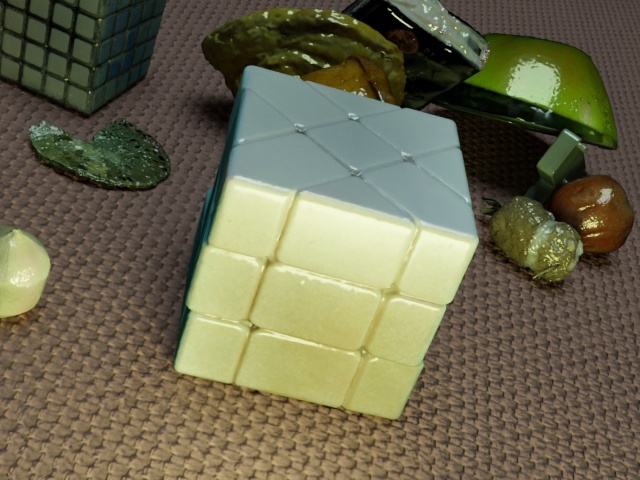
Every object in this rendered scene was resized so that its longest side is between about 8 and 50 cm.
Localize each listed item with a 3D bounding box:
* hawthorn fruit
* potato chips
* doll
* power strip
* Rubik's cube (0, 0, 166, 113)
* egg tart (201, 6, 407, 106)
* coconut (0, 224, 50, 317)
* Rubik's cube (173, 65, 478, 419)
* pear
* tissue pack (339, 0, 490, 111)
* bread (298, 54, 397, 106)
[{"bbox_3d":[0.471,-0.047,1.938,0.189,0.149,0.149,0,37,-29],"label":"hawthorn fruit"},{"bbox_3d":[-0.351,-0.146,1.757,0.220,0.029,0.202,-3,41,-34],"label":"potato chips"},{"bbox_3d":[0.352,-0.019,1.866,0.115,0.105,0.221,-15,47,-32],"label":"doll"},{"bbox_3d":[0.433,-0.110,2.012,0.061,0.145,0.216,40,2,20],"label":"power strip"},{"bbox_3d":[-0.428,-0.392,1.891,0.238,0.237,0.237,25,34,10],"label":"Rubik's cube"},{"bbox_3d":[-0.017,-0.279,1.927,0.351,0.340,0.153,37,57,-46],"label":"egg tart"},{"bbox_3d":[-0.398,0.033,1.374,0.110,0.124,0.110,16,32,-10],"label":"coconut"},{"bbox_3d":[0.000,0.000,1.461,0.319,0.315,0.321,15,34,-9],"label":"Rubik's cube"},{"bbox_3d":[0.407,-0.307,2.138,0.399,0.165,0.399,15,6,-2],"label":"pear"},{"bbox_3d":[0.129,-0.337,2.006,0.245,0.332,0.123,34,63,-17],"label":"tissue pack"},{"bbox_3d":[0.039,-0.138,1.729,0.172,0.312,0.312,-9,39,-13],"label":"bread"}]
